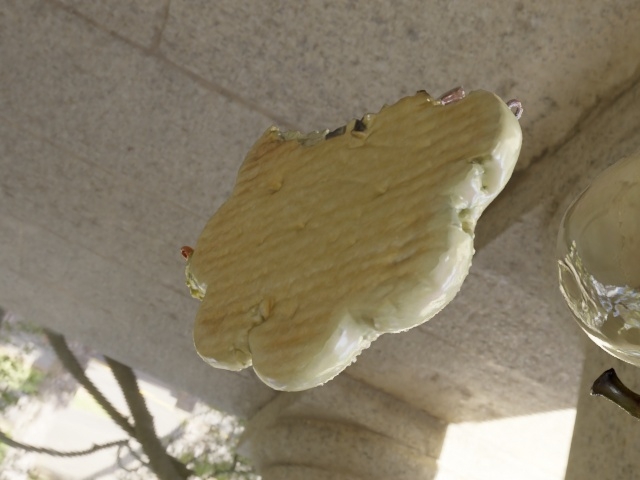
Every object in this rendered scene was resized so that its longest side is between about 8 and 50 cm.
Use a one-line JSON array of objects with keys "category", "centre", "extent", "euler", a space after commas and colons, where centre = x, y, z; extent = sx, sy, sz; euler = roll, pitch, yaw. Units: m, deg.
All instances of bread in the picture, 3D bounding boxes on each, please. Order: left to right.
[{"category": "bread", "centre": [0.000, 0.000, 0.460], "extent": [0.039, 0.182, 0.251], "euler": [34, 162, -31]}]

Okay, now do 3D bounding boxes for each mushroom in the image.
[{"category": "mushroom", "centre": [0.384, 0.016, 0.728], "extent": [0.315, 0.356, 0.315], "euler": [8, 107, 28]}]

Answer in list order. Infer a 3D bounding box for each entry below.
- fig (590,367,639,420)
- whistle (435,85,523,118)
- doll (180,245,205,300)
[{"category": "fig", "centre": [0.346, 0.188, 0.583], "extent": [0.290, 0.190, 0.191], "euler": [55, 154, 17]}, {"category": "whistle", "centre": [0.127, -0.083, 1.058], "extent": [0.134, 0.346, 0.142], "euler": [53, 177, 39]}, {"category": "doll", "centre": [-0.171, 0.041, 1.401], "extent": [0.143, 0.135, 0.221], "euler": [48, 142, -5]}]
